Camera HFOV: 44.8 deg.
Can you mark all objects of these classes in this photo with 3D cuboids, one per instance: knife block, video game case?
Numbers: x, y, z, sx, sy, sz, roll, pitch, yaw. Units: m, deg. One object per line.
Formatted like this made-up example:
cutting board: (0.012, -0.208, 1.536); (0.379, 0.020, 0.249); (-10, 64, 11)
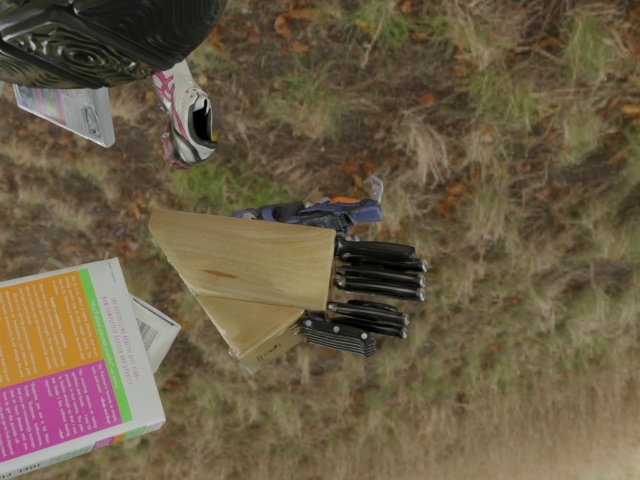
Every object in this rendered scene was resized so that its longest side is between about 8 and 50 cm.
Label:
knife block: (-0.025, 0.025, 0.883); (0.242, 0.276, 0.088); (-35, 160, -9)
video game case: (-0.384, -0.249, 1.125); (0.183, 0.023, 0.201); (25, 138, 17)

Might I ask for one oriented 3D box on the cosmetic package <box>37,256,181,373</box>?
cosmetic package: (-0.162, 0.053, 0.569); (0.115, 0.041, 0.060); (17, 162, 43)

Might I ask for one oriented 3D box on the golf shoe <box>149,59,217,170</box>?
golf shoe: (-0.184, -0.196, 1.086); (0.085, 0.186, 0.067); (-20, 169, 34)

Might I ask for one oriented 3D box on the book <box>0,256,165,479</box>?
book: (-0.162, 0.071, 0.394); (0.144, 0.096, 0.035); (-12, 158, -30)

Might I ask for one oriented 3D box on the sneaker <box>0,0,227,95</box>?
sneaker: (-0.214, -0.239, 0.523); (0.447, 0.258, 0.169); (-1, 166, 44)

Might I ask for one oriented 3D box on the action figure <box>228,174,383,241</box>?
action figure: (0.000, 0.000, 1.371); (0.341, 0.330, 0.179); (-2, 115, 38)
